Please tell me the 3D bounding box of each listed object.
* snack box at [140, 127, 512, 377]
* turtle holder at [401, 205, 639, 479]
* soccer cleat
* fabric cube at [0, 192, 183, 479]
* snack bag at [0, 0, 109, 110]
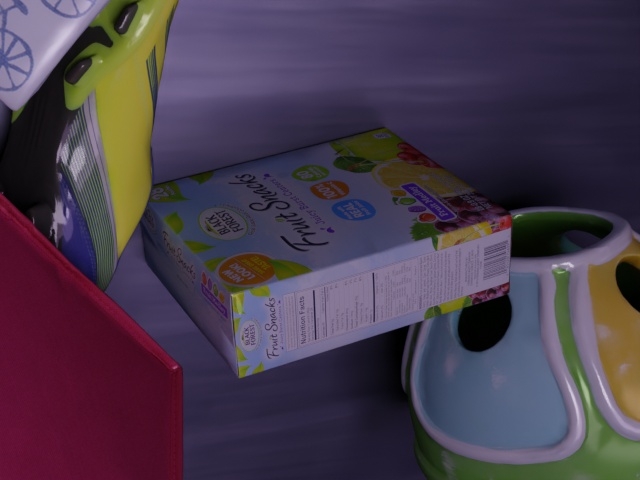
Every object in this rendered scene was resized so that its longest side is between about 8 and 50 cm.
[{"bbox_3d":[0.000,0.000,0.872,0.207,0.174,0.070,-17,121,-22],"label":"snack box"},{"bbox_3d":[0.200,0.105,0.959,0.243,0.320,0.227,-17,108,-19],"label":"turtle holder"},{"bbox_3d":[-0.144,-0.085,0.817,0.121,0.093,0.289,-2,115,-62],"label":"soccer cleat"},{"bbox_3d":[-0.252,0.143,0.700,0.258,0.254,0.259,-24,130,18],"label":"fabric cube"},{"bbox_3d":[-0.159,-0.293,0.619,0.323,0.037,0.342,43,94,-12],"label":"snack bag"}]
